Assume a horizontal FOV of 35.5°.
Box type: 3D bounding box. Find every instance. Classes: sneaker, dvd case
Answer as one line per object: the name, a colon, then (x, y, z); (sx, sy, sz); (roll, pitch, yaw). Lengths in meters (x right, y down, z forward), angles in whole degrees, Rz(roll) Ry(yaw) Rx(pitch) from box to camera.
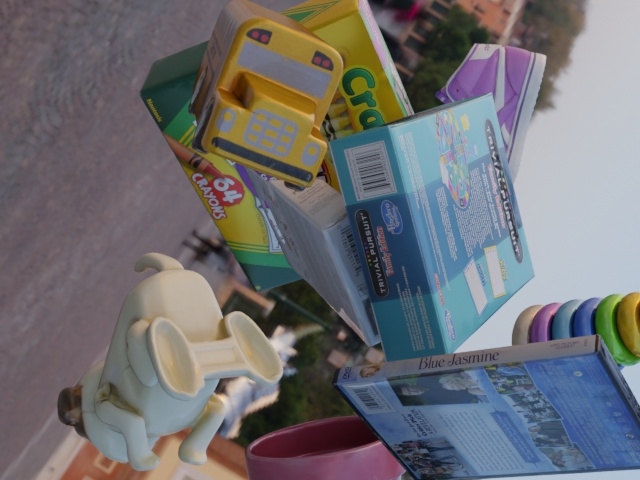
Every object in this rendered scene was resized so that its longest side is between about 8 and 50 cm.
sneaker: (0.259, -0.184, 1.651); (0.102, 0.161, 0.282); (-63, 165, -84)
dvd case: (0.159, 0.160, 0.906); (0.253, 0.180, 0.022); (-12, -137, 31)

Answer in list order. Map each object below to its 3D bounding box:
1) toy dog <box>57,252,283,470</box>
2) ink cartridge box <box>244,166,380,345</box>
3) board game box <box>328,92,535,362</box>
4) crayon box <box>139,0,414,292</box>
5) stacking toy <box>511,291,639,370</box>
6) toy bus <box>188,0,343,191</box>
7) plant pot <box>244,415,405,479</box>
toy dog: (-0.346, 0.267, 1.944); (0.284, 0.395, 0.408); (-12, 151, -52)
ink cartridge box: (0.000, 0.000, 1.242); (0.066, 0.189, 0.232); (-29, -145, -9)
board game box: (0.146, -0.028, 1.193); (0.079, 0.254, 0.336); (-11, -172, 30)
crayon box: (-0.022, -0.128, 1.393); (0.313, 0.363, 0.106); (-17, -147, 17)
stacking toy: (0.439, 0.131, 1.427); (0.330, 0.141, 0.141); (-21, -150, 47)
toy bus: (-0.057, -0.153, 0.986); (0.333, 0.108, 0.130); (-116, -131, -71)
plant pot: (0.017, 0.330, 1.246); (0.201, 0.201, 0.180); (-105, -173, -88)
